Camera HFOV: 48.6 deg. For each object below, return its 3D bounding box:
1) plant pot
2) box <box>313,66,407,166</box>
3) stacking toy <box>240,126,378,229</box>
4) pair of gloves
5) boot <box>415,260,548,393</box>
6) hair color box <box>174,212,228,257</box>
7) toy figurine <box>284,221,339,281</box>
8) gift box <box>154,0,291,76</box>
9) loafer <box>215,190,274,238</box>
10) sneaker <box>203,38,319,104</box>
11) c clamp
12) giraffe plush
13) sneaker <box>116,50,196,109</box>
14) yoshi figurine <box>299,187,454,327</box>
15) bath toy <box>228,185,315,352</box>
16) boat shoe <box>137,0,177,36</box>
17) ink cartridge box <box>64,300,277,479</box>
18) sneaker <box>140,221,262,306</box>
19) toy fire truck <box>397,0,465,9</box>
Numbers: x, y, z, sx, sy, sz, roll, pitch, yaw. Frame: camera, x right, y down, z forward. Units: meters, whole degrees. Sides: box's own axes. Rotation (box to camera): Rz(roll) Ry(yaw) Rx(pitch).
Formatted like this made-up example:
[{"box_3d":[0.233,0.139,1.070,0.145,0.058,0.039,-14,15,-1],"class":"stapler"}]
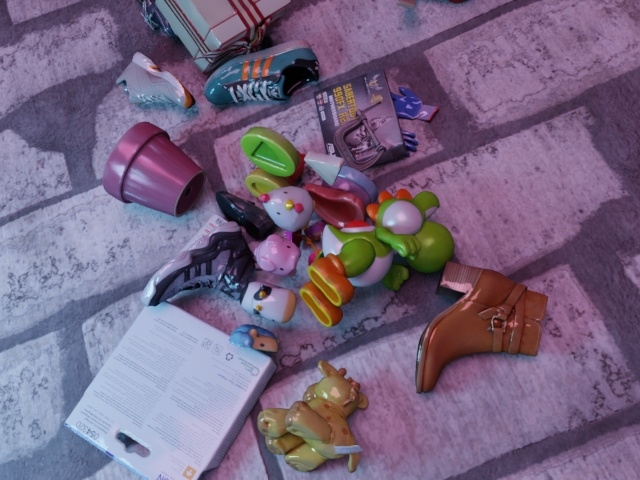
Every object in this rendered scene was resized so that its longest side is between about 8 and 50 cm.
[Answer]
[{"box_3d":[-0.381,-0.152,1.679,0.180,0.201,0.201,31,72,7],"class":"plant pot"},{"box_3d":[0.092,-0.282,1.693,0.183,0.056,0.231,-17,63,13],"class":"box"},{"box_3d":[-0.020,-0.168,1.556,0.309,0.279,0.130,21,64,19],"class":"stacking toy"},{"box_3d":[0.183,-0.287,1.715,0.159,0.023,0.198,24,69,22],"class":"pair of gloves"},{"box_3d":[0.314,0.195,1.402,0.220,0.109,0.283,19,72,7],"class":"boot"},{"box_3d":[-0.262,0.012,1.641,0.072,0.043,0.141,34,75,25],"class":"hair color box"},{"box_3d":[0.000,0.000,1.565,0.173,0.130,0.159,-27,48,-28],"class":"toy figurine"},{"box_3d":[-0.260,-0.572,1.795,0.276,0.255,0.258,-39,97,-15],"class":"gift box"},{"box_3d":[-0.177,-0.068,1.663,0.170,0.062,0.061,39,54,23],"class":"loafer"},{"box_3d":[-0.147,-0.404,1.797,0.302,0.108,0.121,-23,60,0],"class":"sneaker"},{"box_3d":[0.099,-0.237,1.625,0.137,0.022,0.160,-25,62,9],"class":"c clamp"},{"box_3d":[0.006,0.328,1.366,0.210,0.181,0.170,-2,41,23],"class":"giraffe plush"},{"box_3d":[-0.436,-0.391,1.870,0.262,0.099,0.121,37,83,34],"class":"sneaker"},{"box_3d":[0.144,0.039,1.437,0.362,0.203,0.204,-37,32,-29],"class":"yoshi figurine"},{"box_3d":[-0.099,0.049,1.454,0.151,0.129,0.348,7,81,42],"class":"bath toy"},{"box_3d":[-0.467,-0.647,1.999,0.079,0.095,0.254,-28,59,-5],"class":"boat shoe"},{"box_3d":[-0.308,0.321,1.476,0.324,0.071,0.330,25,72,22],"class":"ink cartridge box"},{"box_3d":[-0.246,0.086,1.534,0.269,0.101,0.153,-39,84,-20],"class":"sneaker"},{"box_3d":[0.293,-0.668,1.830,0.217,0.158,0.246,13,78,17],"class":"toy fire truck"}]
